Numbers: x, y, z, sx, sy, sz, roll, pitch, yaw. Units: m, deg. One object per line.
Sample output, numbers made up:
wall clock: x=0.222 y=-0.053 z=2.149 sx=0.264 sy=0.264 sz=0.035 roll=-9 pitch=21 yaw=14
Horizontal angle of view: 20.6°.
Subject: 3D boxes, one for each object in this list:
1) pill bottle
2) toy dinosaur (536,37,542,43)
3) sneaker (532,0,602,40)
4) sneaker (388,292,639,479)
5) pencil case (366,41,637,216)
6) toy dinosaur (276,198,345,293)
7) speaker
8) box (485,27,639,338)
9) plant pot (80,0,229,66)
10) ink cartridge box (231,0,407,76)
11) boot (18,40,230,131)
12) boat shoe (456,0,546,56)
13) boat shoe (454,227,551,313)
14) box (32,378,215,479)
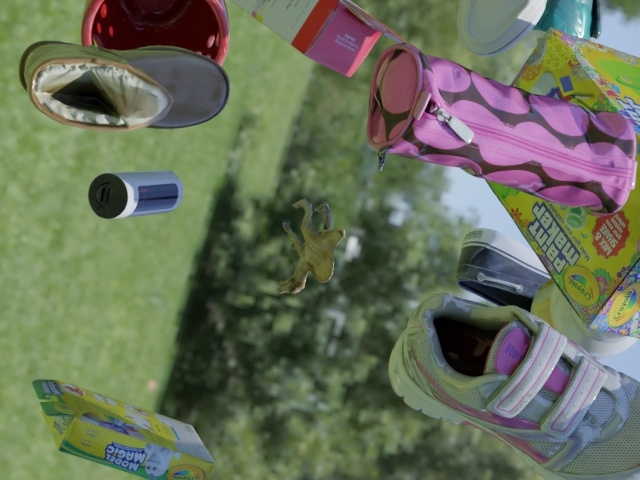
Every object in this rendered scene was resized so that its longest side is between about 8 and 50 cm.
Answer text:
pill bottle: x=0.323 y=0.083 z=2.086 sx=0.208 sy=0.118 sz=0.117 roll=115 pitch=-8 yaw=-81
toy dinosaur: x=0.278 y=-0.206 z=2.238 sx=0.112 sy=0.064 sz=0.211 roll=-6 pitch=-131 yaw=42
sneaker: x=0.296 y=-0.320 z=2.013 sx=0.295 sy=0.124 sz=0.178 roll=134 pitch=-28 yaw=-71
sneaker: x=0.167 y=0.117 z=1.383 sx=0.111 sy=0.252 sz=0.103 roll=76 pitch=36 yaw=-62
pencil case: x=0.137 y=-0.077 z=1.291 sx=0.098 sy=0.209 sz=0.095 roll=4 pitch=-98 yaw=66
toy dinosaur: x=0.000 y=0.000 z=2.022 sx=0.183 sy=0.053 sz=0.092 roll=-46 pitch=-125 yaw=54
speaker: x=-0.217 y=-0.055 z=2.060 sx=0.136 sy=0.055 sz=0.055 roll=-8 pitch=117 yaw=-66
box: x=0.356 y=-0.043 z=1.848 sx=0.177 sy=0.279 sz=0.290 roll=-57 pitch=-139 yaw=27
plant pot: x=-0.218 y=-0.299 z=2.309 sx=0.174 sy=0.191 sz=0.191 roll=-101 pitch=-155 yaw=-60
ink cartridge box: x=-0.019 y=-0.267 z=2.029 sx=0.078 sy=0.231 sz=0.134 roll=-55 pitch=156 yaw=9
boot: x=-0.182 y=-0.144 z=1.731 sx=0.269 sy=0.236 sz=0.089 roll=-149 pitch=-118 yaw=-73
boat shoe: x=0.209 y=-0.300 z=1.813 sx=0.258 sy=0.095 sz=0.084 roll=-64 pitch=166 yaw=25
boat shoe: x=0.328 y=0.092 z=2.553 sx=0.108 sy=0.301 sz=0.102 roll=-29 pitch=-144 yaw=58
box: x=-0.201 y=0.191 z=1.732 sx=0.043 sy=0.179 sz=0.105 roll=-63 pitch=-157 yaw=7
